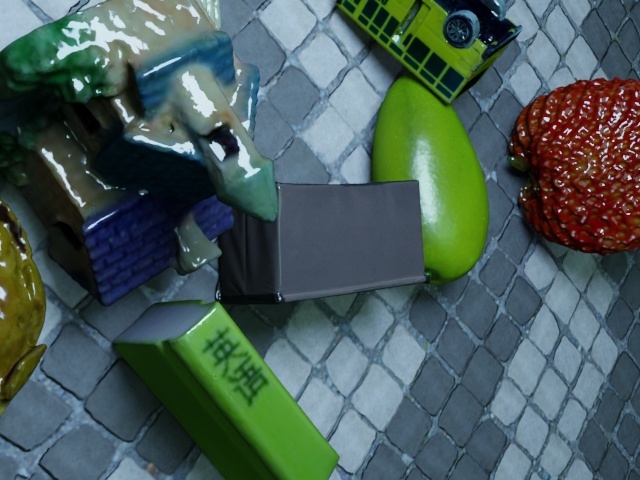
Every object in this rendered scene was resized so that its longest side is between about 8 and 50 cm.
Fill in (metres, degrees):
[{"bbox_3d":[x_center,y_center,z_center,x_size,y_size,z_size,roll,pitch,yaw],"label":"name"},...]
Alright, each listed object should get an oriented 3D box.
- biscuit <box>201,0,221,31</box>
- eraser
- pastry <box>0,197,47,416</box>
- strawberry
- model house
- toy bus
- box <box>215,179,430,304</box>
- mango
[{"bbox_3d":[-0.186,-0.369,1.003,0.052,0.150,0.252,-2,86,-42],"label":"biscuit"},{"bbox_3d":[-0.115,0.202,0.975,0.092,0.210,0.274,-44,109,-29],"label":"eraser"},{"bbox_3d":[-0.433,0.076,0.757,0.356,0.164,0.356,20,61,-41],"label":"pastry"},{"bbox_3d":[0.513,-0.134,1.357,0.267,0.351,0.312,-3,82,-43],"label":"strawberry"},{"bbox_3d":[-0.200,-0.085,0.864,0.245,0.312,0.280,-36,100,-35],"label":"model house"},{"bbox_3d":[0.154,-0.345,1.193,0.262,0.150,0.128,43,46,8],"label":"toy bus"},{"bbox_3d":[0.000,0.000,1.084,0.252,0.188,0.153,-4,89,-33],"label":"box"},{"bbox_3d":[0.169,-0.101,1.228,0.192,0.156,0.343,4,77,-44],"label":"mango"}]
